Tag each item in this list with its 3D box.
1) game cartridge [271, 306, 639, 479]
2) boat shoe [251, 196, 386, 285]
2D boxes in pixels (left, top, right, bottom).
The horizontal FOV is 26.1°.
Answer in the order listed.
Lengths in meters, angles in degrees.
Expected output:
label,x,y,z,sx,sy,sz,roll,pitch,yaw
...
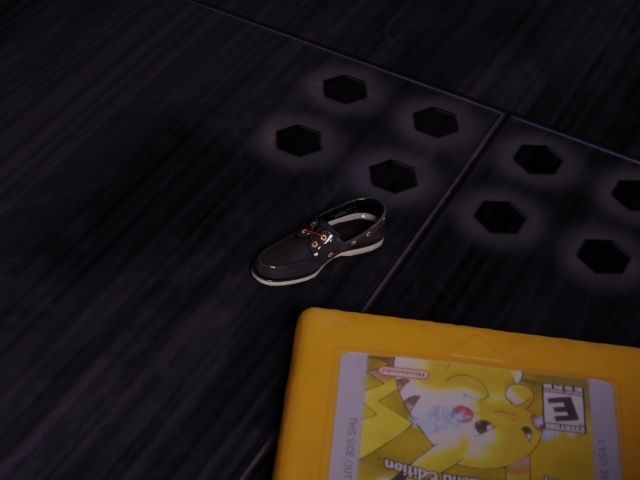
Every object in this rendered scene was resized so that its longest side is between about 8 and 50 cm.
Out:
label,x,y,z,sx,sy,sz,roll,pitch,yaw
game cartridge,0.106,0.188,0.973,0.285,0.052,0.323,7,41,1
boat shoe,-0.001,-0.001,1.180,0.133,0.042,0.049,-22,51,-26
